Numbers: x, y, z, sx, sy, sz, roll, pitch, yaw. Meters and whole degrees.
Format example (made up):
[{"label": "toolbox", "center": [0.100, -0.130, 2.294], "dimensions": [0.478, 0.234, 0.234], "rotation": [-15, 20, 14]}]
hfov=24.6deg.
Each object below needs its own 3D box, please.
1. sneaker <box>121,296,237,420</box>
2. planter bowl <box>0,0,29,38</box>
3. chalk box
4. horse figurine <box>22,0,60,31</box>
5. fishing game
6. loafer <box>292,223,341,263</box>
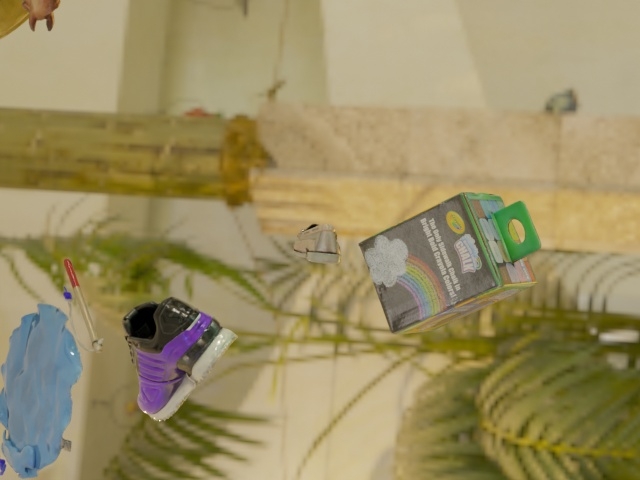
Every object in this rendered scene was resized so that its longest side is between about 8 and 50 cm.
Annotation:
[{"label": "sneaker", "center": [-0.230, 0.157, 2.135], "dimensions": [0.102, 0.146, 0.293], "rotation": [-54, 4, -34]}, {"label": "planter bowl", "center": [-0.341, -0.256, 1.469], "dimensions": [0.090, 0.217, 0.217], "rotation": [55, -149, -32]}, {"label": "chalk box", "center": [0.183, 0.020, 1.873], "dimensions": [0.132, 0.213, 0.132], "rotation": [1, -114, -62]}, {"label": "horse figurine", "center": [-0.198, -0.315, 1.150], "dimensions": [0.066, 0.263, 0.174], "rotation": [7, -131, -46]}, {"label": "fishing game", "center": [-0.295, 0.160, 1.565], "dimensions": [0.264, 0.041, 0.189], "rotation": [-57, 40, 28]}, {"label": "loafer", "center": [0.000, 0.000, 1.466], "dimensions": [0.125, 0.045, 0.039], "rotation": [-157, 71, -80]}]
